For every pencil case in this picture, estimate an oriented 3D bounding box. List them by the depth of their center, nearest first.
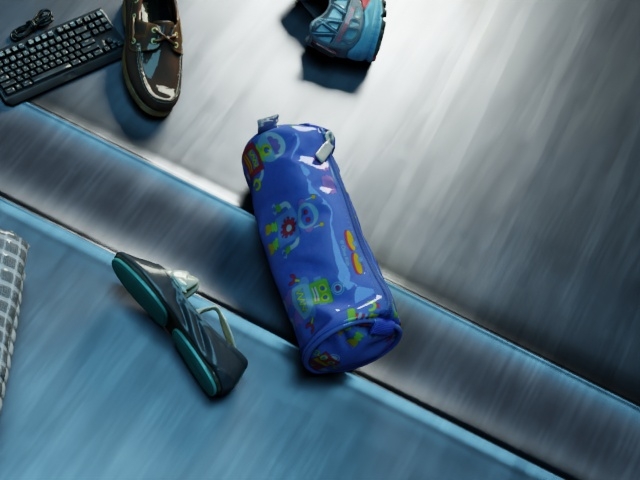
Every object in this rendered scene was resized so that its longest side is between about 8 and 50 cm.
[{"bbox_3d":[0.000,0.000,1.594,0.119,0.133,0.306,9,54,-45],"label":"pencil case"}]

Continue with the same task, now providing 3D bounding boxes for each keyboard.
[{"bbox_3d":[-0.343,-0.245,1.711,0.180,0.023,0.108,-29,71,-28],"label":"keyboard"}]

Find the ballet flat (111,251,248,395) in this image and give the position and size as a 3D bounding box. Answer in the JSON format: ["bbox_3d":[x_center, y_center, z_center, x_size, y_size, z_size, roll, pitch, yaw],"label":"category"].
[{"bbox_3d":[-0.153,0.083,1.540,0.074,0.074,0.203,-34,79,-29],"label":"ballet flat"}]

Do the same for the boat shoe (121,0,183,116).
[{"bbox_3d":[-0.211,-0.259,1.719,0.073,0.073,0.207,4,60,-33],"label":"boat shoe"}]

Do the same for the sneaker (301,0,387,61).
[{"bbox_3d":[0.019,-0.363,1.828,0.125,0.104,0.261,2,60,-11],"label":"sneaker"}]

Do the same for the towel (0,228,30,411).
[{"bbox_3d":[-0.464,0.085,1.426,0.284,0.121,0.235,8,58,-10],"label":"towel"}]
